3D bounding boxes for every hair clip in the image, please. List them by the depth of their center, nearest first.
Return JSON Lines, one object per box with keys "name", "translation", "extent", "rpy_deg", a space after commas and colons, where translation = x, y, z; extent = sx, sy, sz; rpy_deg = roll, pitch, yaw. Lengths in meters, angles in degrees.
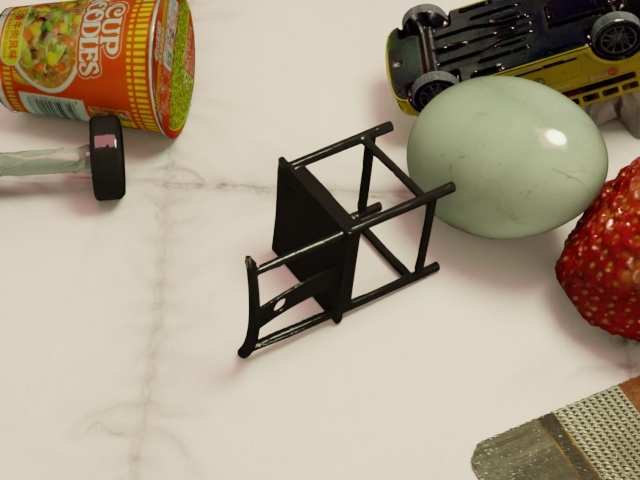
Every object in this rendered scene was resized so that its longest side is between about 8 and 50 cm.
{"name": "hair clip", "translation": [0.415, -0.275, 1.710], "extent": [0.101, 0.085, 0.331], "rpy_deg": [13, 49, 12]}

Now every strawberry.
{"name": "strawberry", "translation": [0.396, 0.008, 1.368], "extent": [0.288, 0.250, 0.238], "rpy_deg": [-23, 82, 7]}

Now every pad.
{"name": "pad", "translation": [0.325, 0.263, 1.226], "extent": [0.250, 0.055, 0.323], "rpy_deg": [-19, 33, -20]}

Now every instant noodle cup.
{"name": "instant noodle cup", "translation": [-0.277, -0.219, 1.575], "extent": [0.212, 0.193, 0.193], "rpy_deg": [2, 47, 10]}

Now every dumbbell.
{"name": "dumbbell", "translation": [-0.324, -0.090, 1.491], "extent": [0.191, 0.100, 0.100], "rpy_deg": [-4, 48, -6]}

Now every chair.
{"name": "chair", "translation": [0.000, 0.000, 1.393], "extent": [0.260, 0.154, 0.141], "rpy_deg": [-23, 51, -26]}

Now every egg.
{"name": "egg", "translation": [0.207, -0.092, 1.439], "extent": [0.183, 0.183, 0.264], "rpy_deg": [-31, 23, -27]}

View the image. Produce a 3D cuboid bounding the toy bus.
{"name": "toy bus", "translation": [0.252, -0.225, 1.573], "extent": [0.331, 0.151, 0.145], "rpy_deg": [-16, 50, 14]}
